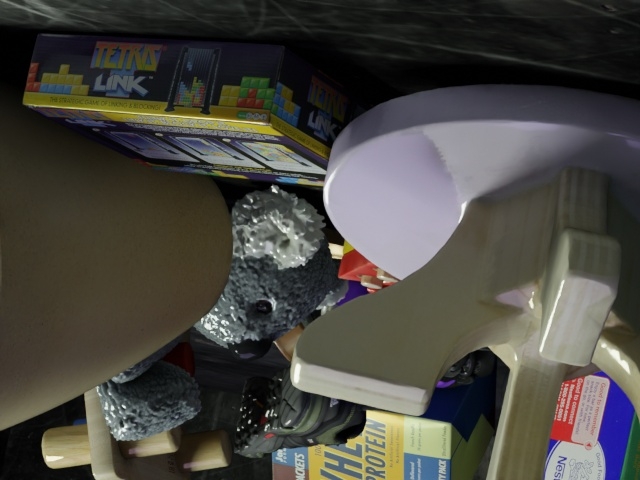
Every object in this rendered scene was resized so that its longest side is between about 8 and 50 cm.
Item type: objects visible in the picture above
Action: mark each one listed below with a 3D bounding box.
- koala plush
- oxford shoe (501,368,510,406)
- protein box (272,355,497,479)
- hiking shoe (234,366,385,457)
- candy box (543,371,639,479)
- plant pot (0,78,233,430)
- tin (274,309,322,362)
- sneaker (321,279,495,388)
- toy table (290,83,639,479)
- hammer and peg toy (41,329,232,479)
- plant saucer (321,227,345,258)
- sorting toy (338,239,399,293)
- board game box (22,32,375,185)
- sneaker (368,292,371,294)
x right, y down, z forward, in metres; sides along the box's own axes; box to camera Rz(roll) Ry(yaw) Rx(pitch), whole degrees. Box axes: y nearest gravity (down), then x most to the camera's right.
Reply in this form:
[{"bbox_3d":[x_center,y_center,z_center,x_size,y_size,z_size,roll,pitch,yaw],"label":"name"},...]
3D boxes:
[{"bbox_3d":[-0.091,0.026,1.484,0.221,0.203,0.196,-12,155,9],"label":"koala plush"},{"bbox_3d":[0.381,0.191,1.940,0.449,0.169,0.130,1,-174,44],"label":"oxford shoe"},{"bbox_3d":[0.073,0.189,2.050,0.201,0.136,0.200,8,-151,17],"label":"protein box"},{"bbox_3d":[-0.015,0.182,1.875,0.114,0.086,0.227,13,168,-15],"label":"hiking shoe"},{"bbox_3d":[0.292,0.198,1.679,0.122,0.268,0.317,9,172,34],"label":"candy box"},{"bbox_3d":[-0.196,0.007,1.249,0.256,0.256,0.274,4,-175,38],"label":"plant pot"},{"bbox_3d":[-0.012,0.081,1.873,0.040,0.106,0.189,-34,159,12],"label":"tin"},{"bbox_3d":[0.098,0.092,1.839,0.146,0.102,0.293,4,175,21],"label":"sneaker"},{"bbox_3d":[0.127,0.035,0.978,0.274,0.161,0.252,5,141,11],"label":"toy table"},{"bbox_3d":[-0.163,0.124,1.810,0.127,0.266,0.361,-9,167,10],"label":"hammer and peg toy"},{"bbox_3d":[0.000,0.000,1.599,0.083,0.015,0.083,10,171,2],"label":"plant saucer"},{"bbox_3d":[0.126,0.004,1.218,0.257,0.089,0.255,8,171,20],"label":"sorting toy"},{"bbox_3d":[-0.062,-0.074,1.085,0.170,0.048,0.141,7,168,30],"label":"board game box"},{"bbox_3d":[0.121,0.082,1.599,0.087,0.128,0.221,17,169,-37],"label":"sneaker"}]
